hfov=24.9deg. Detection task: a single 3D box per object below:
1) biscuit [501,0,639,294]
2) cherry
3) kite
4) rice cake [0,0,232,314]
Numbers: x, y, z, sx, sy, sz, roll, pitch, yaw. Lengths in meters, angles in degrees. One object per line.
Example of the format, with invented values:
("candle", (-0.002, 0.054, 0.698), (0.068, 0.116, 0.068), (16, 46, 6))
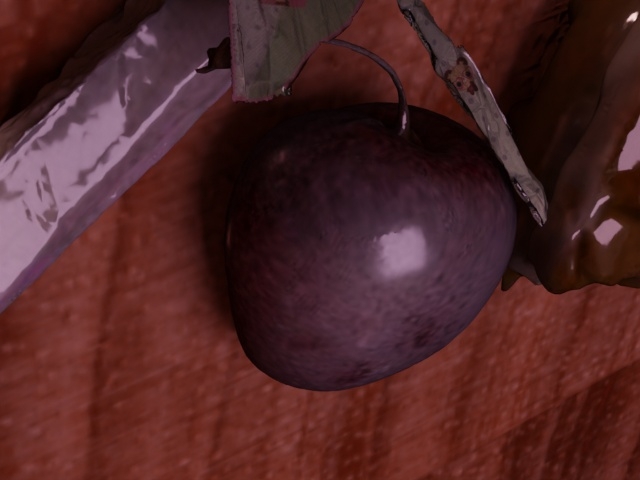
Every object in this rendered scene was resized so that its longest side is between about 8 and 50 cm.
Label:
("biscuit", (0.256, -0.062, 0.777), (0.366, 0.115, 0.268), (12, 108, -45))
("cherry", (-0.005, 0.003, 0.594), (0.148, 0.115, 0.188), (-30, 165, 38))
("kite", (0.026, -0.103, 0.555), (0.250, 0.012, 0.229), (56, 45, -19))
("rice cake", (-0.093, -0.032, 0.544), (0.270, 0.049, 0.055), (-48, 114, -7))
